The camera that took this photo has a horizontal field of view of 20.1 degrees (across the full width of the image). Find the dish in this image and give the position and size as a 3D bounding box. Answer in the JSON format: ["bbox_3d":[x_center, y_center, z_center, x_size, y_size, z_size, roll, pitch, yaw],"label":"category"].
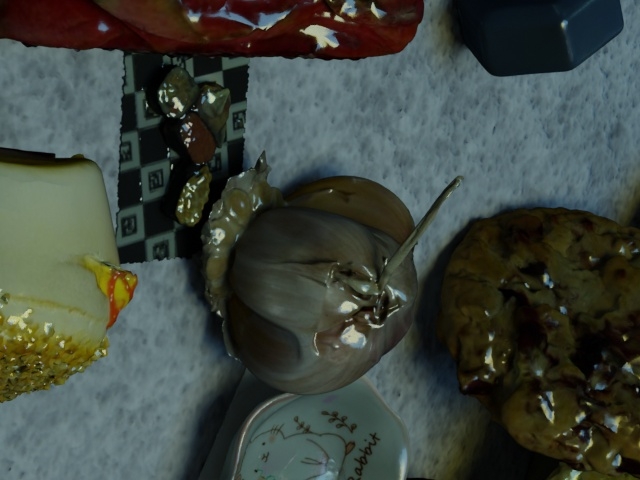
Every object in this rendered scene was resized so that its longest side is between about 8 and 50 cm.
[{"bbox_3d":[-0.025,0.217,1.655,0.229,0.081,0.229,-13,111,-36],"label":"dish"}]

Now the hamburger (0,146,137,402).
[{"bbox_3d":[-0.271,0.021,1.229,0.294,0.276,0.179,6,88,-40],"label":"hamburger"}]

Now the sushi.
[{"bbox_3d":[-0.106,-0.072,1.526,0.139,0.031,0.201,-9,109,-42],"label":"sushi"}]

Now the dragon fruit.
[{"bbox_3d":[-0.083,-0.289,1.346,0.286,0.228,0.329,-5,108,-41],"label":"dragon fruit"}]

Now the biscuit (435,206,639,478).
[{"bbox_3d":[0.276,0.092,1.758,0.081,0.334,0.289,112,4,-52],"label":"biscuit"}]

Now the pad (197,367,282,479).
[{"bbox_3d":[-0.056,0.226,1.686,0.156,0.004,0.232,29,82,-45],"label":"pad"}]

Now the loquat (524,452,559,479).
[{"bbox_3d":[0.306,0.282,1.935,0.179,0.179,0.227,-47,135,-23],"label":"loquat"}]

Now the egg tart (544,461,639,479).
[{"bbox_3d":[0.327,0.341,1.783,0.341,0.132,0.341,-7,106,-25],"label":"egg tart"}]

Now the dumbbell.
[{"bbox_3d":[0.174,-0.311,1.643,0.144,0.156,0.316,-66,145,-50],"label":"dumbbell"}]

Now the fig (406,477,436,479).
[{"bbox_3d":[0.072,0.363,1.731,0.274,0.145,0.170,-62,141,-41],"label":"fig"}]

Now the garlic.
[{"bbox_3d":[0.000,0.000,1.539,0.207,0.207,0.257,-25,159,-36],"label":"garlic"}]
